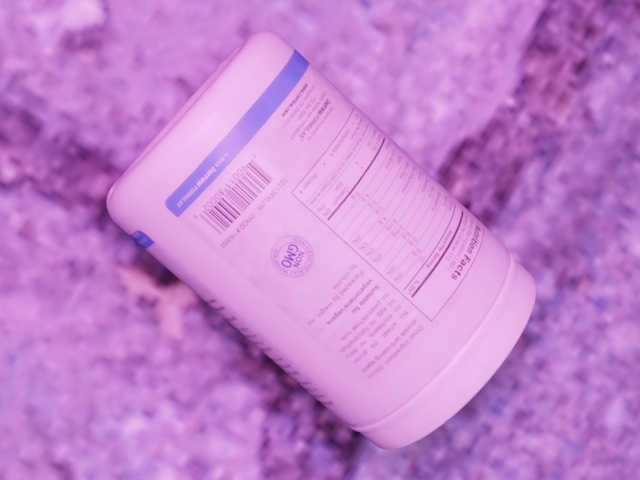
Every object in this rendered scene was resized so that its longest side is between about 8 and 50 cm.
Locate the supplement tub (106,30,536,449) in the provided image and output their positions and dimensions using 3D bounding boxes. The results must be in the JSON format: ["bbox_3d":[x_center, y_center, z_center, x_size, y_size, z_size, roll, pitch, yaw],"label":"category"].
[{"bbox_3d":[0.000,0.000,0.359,0.107,0.071,0.071,42,86,-11],"label":"supplement tub"}]
